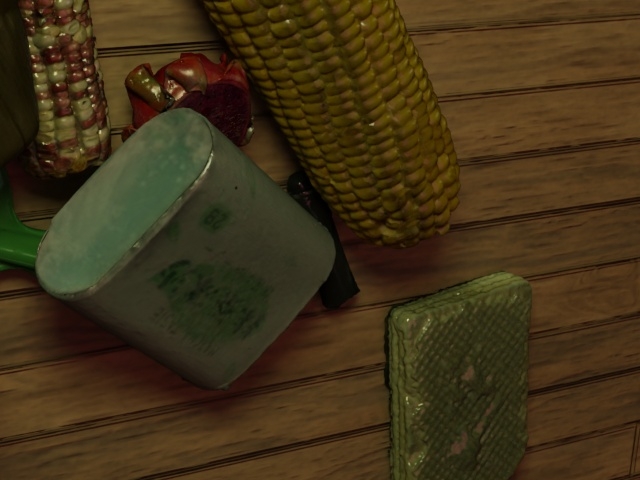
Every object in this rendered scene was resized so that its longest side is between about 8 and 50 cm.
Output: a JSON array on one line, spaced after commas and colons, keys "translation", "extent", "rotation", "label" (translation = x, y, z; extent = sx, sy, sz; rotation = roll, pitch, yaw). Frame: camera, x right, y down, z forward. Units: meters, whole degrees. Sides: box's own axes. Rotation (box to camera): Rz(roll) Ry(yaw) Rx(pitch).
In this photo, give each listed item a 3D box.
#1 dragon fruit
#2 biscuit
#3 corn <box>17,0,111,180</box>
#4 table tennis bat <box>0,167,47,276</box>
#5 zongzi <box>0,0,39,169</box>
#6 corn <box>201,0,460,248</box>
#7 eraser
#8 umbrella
[{"translation": [-0.107, -0.100, 1.354], "extent": [0.112, 0.068, 0.126], "rotation": [-44, 150, -3], "label": "dragon fruit"}, {"translation": [0.131, 0.164, 1.645], "extent": [0.150, 0.052, 0.252], "rotation": [-14, 115, -32], "label": "biscuit"}, {"translation": [-0.200, -0.157, 1.272], "extent": [0.079, 0.079, 0.237], "rotation": [-17, 113, -30], "label": "corn"}, {"translation": [-0.268, -0.005, 1.304], "extent": [0.257, 0.039, 0.160], "rotation": [15, 101, -36], "label": "table tennis bat"}, {"translation": [-0.225, -0.144, 1.106], "extent": [0.123, 0.289, 0.260], "rotation": [-35, 117, -27], "label": "zongzi"}, {"translation": [0.003, -0.156, 1.377], "extent": [0.144, 0.144, 0.387], "rotation": [-43, 132, -15], "label": "corn"}, {"translation": [-0.098, 0.014, 1.355], "extent": [0.174, 0.081, 0.227], "rotation": [-49, 148, 0], "label": "eraser"}, {"translation": [0.001, -0.001, 1.503], "extent": [0.036, 0.031, 0.133], "rotation": [-52, 134, -43], "label": "umbrella"}]
